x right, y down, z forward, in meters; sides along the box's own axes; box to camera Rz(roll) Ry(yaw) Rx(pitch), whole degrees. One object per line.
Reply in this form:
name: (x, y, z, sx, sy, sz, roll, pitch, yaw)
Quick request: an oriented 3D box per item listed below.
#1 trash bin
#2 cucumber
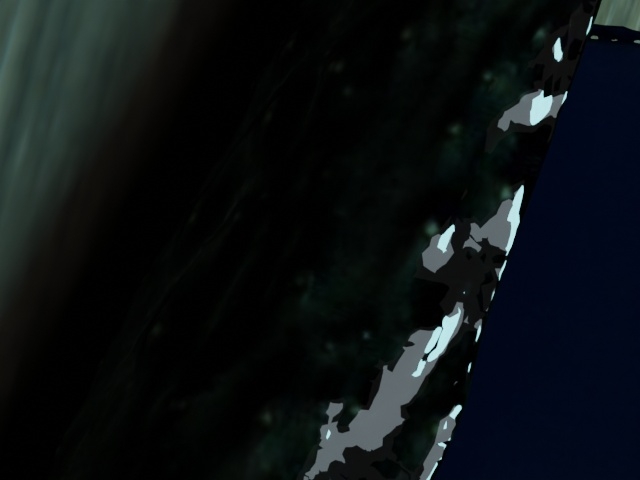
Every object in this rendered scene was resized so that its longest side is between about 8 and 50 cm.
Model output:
trash bin: (0.072, 0.076, 0.458, 0.162, 0.184, 0.234, 35, 64, -68)
cucumber: (-0.003, -0.001, 0.355, 0.078, 0.062, 0.211, 148, -37, -73)
